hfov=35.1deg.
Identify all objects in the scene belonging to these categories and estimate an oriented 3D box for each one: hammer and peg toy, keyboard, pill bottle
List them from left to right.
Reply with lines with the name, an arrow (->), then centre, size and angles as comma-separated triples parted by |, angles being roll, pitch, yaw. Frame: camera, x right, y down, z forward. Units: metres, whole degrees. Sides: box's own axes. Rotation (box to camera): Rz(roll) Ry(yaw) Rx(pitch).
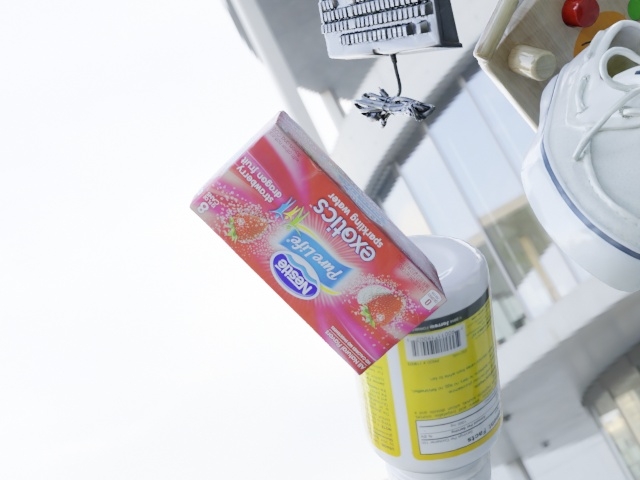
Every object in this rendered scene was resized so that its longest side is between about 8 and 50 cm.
keyboard -> 0.062, -0.207, 1.033 | 0.033, 0.201, 0.317 | -18, 13, -14
pill bottle -> 0.138, 0.176, 1.318 | 0.188, 0.188, 0.333 | -18, -63, -17
hammer and peg toy -> 0.307, -0.264, 1.238 | 0.361, 0.127, 0.266 | 40, -92, -34

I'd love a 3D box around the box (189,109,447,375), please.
box -> 0.000, 0.000, 1.070 | 0.128, 0.257, 0.122 | -42, 9, 11

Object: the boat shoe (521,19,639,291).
boat shoe -> 0.281, -0.107, 0.892 | 0.156, 0.136, 0.367 | -55, 5, 33
